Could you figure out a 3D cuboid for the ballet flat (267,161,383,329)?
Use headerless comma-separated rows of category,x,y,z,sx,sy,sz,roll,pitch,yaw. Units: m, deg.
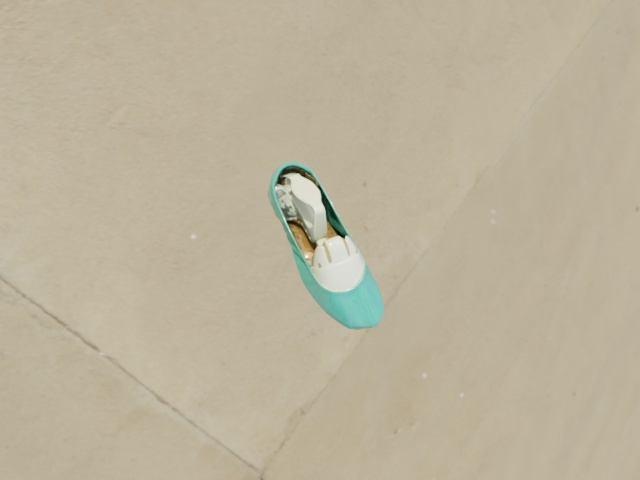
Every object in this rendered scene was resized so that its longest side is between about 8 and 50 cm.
ballet flat,0.000,0.000,0.825,0.083,0.247,0.087,-26,157,-11
